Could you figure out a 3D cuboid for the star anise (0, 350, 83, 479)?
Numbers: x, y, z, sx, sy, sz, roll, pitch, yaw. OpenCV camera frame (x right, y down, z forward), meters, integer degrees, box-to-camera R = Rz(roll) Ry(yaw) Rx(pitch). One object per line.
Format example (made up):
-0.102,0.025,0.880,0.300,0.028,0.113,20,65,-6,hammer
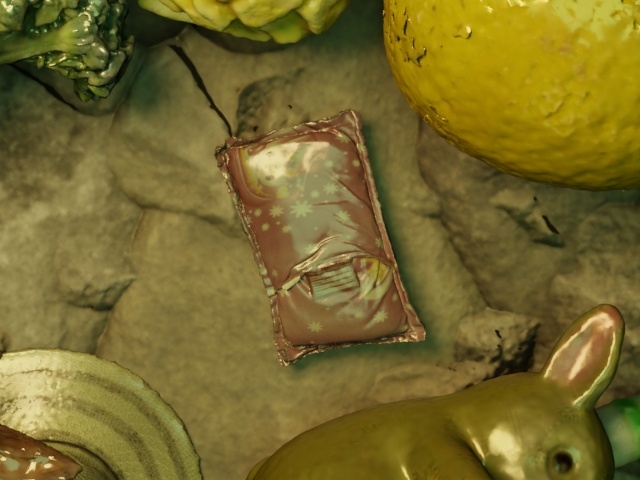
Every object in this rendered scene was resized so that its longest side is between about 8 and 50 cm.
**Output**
-0.325,0.137,1.417,0.349,0.109,0.292,-43,78,7,star anise

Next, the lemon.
0.187,-0.161,1.366,0.310,0.258,0.258,16,98,-18,lemon

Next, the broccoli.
-0.247,-0.121,1.351,0.275,0.198,0.177,-44,96,-1,broccoli

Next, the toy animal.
0.128,0.182,1.455,0.363,0.180,0.181,-18,137,3,toy animal

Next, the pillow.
0.000,0.000,1.486,0.118,0.043,0.185,-15,98,4,pillow

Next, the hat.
-0.204,0.212,1.469,0.252,0.110,0.252,-1,99,-5,hat

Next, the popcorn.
-0.050,-0.226,1.367,0.167,0.187,0.185,-3,104,-1,popcorn
